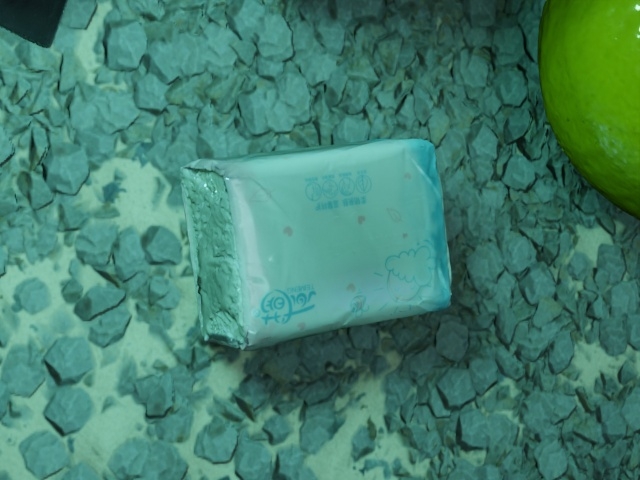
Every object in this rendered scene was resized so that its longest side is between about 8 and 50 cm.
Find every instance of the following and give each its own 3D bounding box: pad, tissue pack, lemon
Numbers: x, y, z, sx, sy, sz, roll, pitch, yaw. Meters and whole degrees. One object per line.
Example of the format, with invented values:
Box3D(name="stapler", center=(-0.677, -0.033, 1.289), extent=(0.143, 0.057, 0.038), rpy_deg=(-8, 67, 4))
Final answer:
Box3D(name="pad", center=(-0.286, -0.300, 1.893), extent=(0.116, 0.004, 0.193), rpy_deg=(23, 79, -31))
Box3D(name="tissue pack", center=(0.000, -0.003, 2.020), extent=(0.271, 0.124, 0.201), rpy_deg=(-10, 93, -32))
Box3D(name="lemon", center=(0.398, -0.211, 2.148), extent=(0.364, 0.364, 0.364), rpy_deg=(-1, 92, -33))
